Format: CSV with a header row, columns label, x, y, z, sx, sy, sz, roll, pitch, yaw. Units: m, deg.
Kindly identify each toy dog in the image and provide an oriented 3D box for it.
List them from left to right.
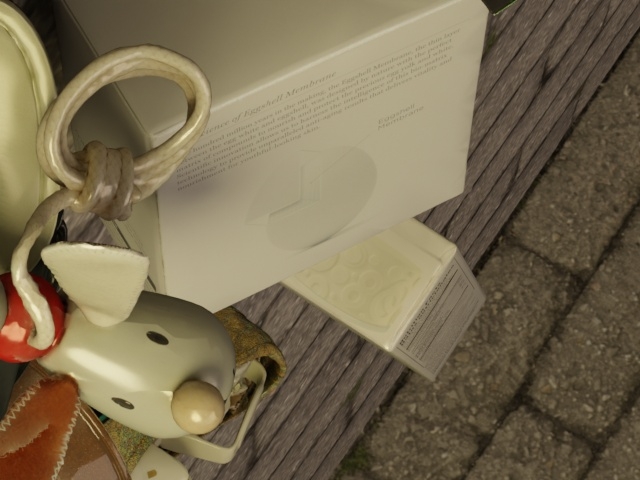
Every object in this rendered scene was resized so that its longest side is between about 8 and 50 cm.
label,x,y,z,sx,sy,sz,roll,pitch,yaw
toy dog,-0.164,0.043,0.873,0.334,0.161,0.220,-7,120,-29

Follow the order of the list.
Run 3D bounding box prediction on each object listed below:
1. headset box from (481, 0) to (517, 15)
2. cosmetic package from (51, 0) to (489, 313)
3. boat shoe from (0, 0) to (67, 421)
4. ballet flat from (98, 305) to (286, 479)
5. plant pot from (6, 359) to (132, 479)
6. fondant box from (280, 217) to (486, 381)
label,x,y,z,sx,sy,sz,roll,pitch,yaw
headset box,0.105,-0.308,1.100,0.131,0.283,0.246,-34,-175,38
cosmetic package,-0.030,-0.093,1.192,0.224,0.138,0.224,-25,154,-16
boat shoe,-0.198,0.003,1.042,0.113,0.127,0.340,-89,-175,-58
ballet flat,-0.140,0.179,1.730,0.348,0.123,0.123,-46,163,-46
plant pot,-0.232,0.170,1.236,0.165,0.167,0.167,-43,162,-31
fondant box,0.000,0.000,1.540,0.096,0.238,0.330,-56,168,-3
